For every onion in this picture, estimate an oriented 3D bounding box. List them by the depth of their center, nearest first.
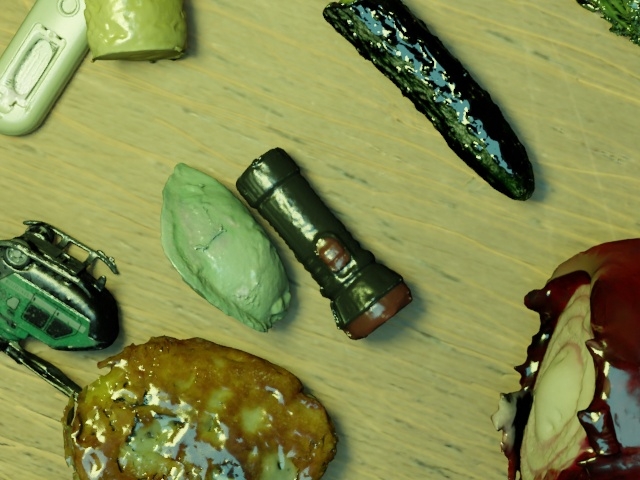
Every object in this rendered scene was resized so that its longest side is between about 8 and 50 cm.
[{"bbox_3d":[0.342,0.176,1.586,0.341,0.341,0.341,0,93,7],"label":"onion"}]

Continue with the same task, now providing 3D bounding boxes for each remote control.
[{"bbox_3d":[-0.311,-0.218,1.765,0.078,0.042,0.221,34,95,5],"label":"remote control"}]

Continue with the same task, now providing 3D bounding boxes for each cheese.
[{"bbox_3d":[-0.205,-0.282,1.712,0.094,0.123,0.167,-4,91,50],"label":"cheese"}]

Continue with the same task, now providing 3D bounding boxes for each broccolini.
[{"bbox_3d":[0.214,-0.324,1.683,0.392,0.074,0.079,29,96,5],"label":"broccolini"}]

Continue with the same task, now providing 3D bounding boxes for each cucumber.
[{"bbox_3d":[0.131,-0.164,1.701,0.303,0.081,0.072,45,140,-1],"label":"cucumber"}]

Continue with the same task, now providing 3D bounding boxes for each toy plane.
[{"bbox_3d":[-0.369,0.047,1.761,0.382,0.106,0.155,30,107,-1],"label":"toy plane"}]

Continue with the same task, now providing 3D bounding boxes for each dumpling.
[{"bbox_3d":[-0.112,0.006,1.701,0.105,0.149,0.216,-33,82,-4],"label":"dumpling"}]

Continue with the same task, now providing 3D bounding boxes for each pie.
[{"bbox_3d":[-0.142,0.245,1.706,0.308,0.085,0.308,2,81,-14],"label":"pie"}]

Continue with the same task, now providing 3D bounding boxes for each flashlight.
[{"bbox_3d":[0.000,0.000,1.718,0.093,0.093,0.232,-40,87,7],"label":"flashlight"}]
